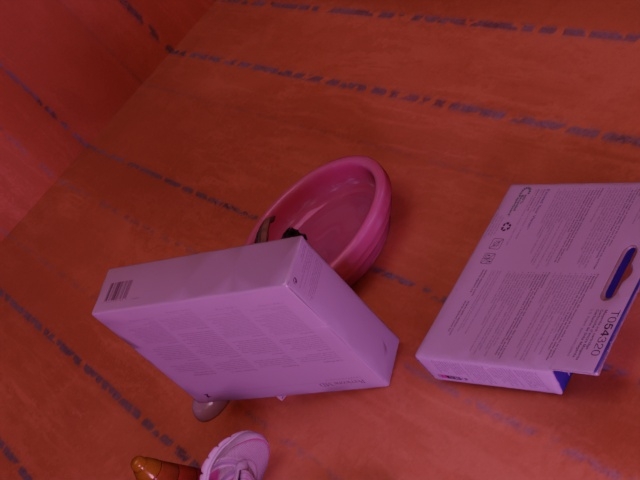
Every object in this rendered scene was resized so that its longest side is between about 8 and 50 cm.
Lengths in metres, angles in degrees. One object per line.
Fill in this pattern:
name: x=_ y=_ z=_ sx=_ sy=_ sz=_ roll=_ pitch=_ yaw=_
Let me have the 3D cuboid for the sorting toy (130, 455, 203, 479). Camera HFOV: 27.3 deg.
sorting toy: x=-0.259 y=0.459 z=1.993 sx=0.127 sy=0.126 sz=0.366 roll=-30 pitch=31 yaw=24

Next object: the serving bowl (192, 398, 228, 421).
serving bowl: x=-0.190 y=0.268 z=2.256 sx=0.083 sy=0.027 sz=0.083 roll=-32 pitch=31 yaw=21

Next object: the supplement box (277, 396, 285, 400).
supplement box: x=-0.055 y=0.206 z=2.152 sx=0.098 sy=0.036 sz=0.062 roll=-50 pitch=29 yaw=-9

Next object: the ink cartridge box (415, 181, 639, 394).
ink cartridge box: x=0.329 y=0.060 z=1.815 sx=0.330 sy=0.071 sz=0.324 roll=3 pitch=53 yaw=50

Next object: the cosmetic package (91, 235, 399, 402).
cosmetic package: x=-0.113 y=0.131 z=2.008 sx=0.377 sy=0.284 sz=0.097 roll=-9 pitch=48 yaw=34

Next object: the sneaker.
sneaker: x=-0.127 y=0.395 z=1.945 sx=0.111 sy=0.103 sz=0.252 roll=-2 pitch=50 yaw=39

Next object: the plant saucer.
plant saucer: x=0.000 y=0.000 z=2.303 sx=0.332 sy=0.084 sz=0.332 roll=-33 pitch=30 yaw=22

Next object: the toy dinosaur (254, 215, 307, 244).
toy dinosaur: x=-0.092 y=0.025 z=2.245 sx=0.118 sy=0.064 sz=0.268 roll=-28 pitch=29 yaw=40
